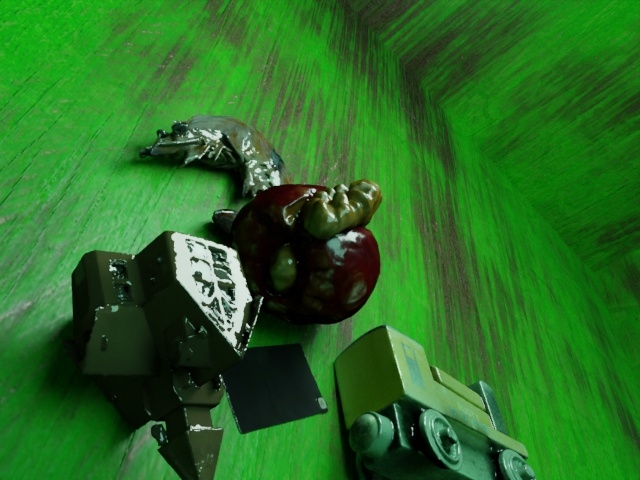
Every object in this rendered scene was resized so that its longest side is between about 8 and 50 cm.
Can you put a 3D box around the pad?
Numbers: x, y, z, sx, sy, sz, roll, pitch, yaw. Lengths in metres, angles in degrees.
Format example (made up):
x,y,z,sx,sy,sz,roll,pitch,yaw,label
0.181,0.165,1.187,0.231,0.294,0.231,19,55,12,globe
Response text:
x,y,z,sx,sy,sz,roll,pitch,yaw,label
-0.066,0.201,0.890,0.193,0.004,0.116,7,53,-53,pad

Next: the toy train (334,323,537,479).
x,y,z,sx,sy,sz,roll,pitch,yaw,label
0.188,0.308,1.007,0.397,0.160,0.253,33,29,-32,toy train

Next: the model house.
x,y,z,sx,sy,sz,roll,pitch,yaw,label
-0.157,0.138,0.633,0.176,0.180,0.248,16,44,-48,model house

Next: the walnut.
x,y,z,sx,sy,sz,roll,pitch,yaw,label
0.000,0.000,0.958,0.221,0.244,0.269,36,18,9,walnut

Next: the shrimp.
x,y,z,sx,sy,sz,roll,pitch,yaw,label
-0.145,-0.100,1.034,0.360,0.085,0.247,11,57,-57,shrimp
